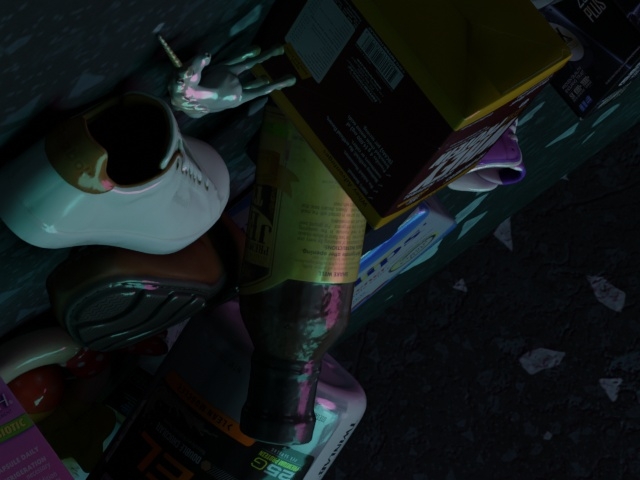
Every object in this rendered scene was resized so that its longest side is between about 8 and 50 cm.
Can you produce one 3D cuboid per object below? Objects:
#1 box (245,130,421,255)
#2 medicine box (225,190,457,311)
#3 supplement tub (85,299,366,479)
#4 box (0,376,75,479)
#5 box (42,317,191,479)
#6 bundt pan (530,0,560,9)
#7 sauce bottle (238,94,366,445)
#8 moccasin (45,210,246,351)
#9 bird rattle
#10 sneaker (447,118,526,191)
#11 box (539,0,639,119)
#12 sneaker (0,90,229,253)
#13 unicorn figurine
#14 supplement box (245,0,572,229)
[{"bbox_3d":[0.032,-0.085,1.735,0.093,0.158,0.156,-30,167,-41],"label":"box"},{"bbox_3d":[0.000,0.000,2.048,0.263,0.149,0.289,-39,171,8],"label":"medicine box"},{"bbox_3d":[-0.121,0.246,1.830,0.338,0.207,0.207,-58,167,8],"label":"supplement tub"},{"bbox_3d":[-0.345,0.266,1.734,0.117,0.243,0.213,-31,168,-40],"label":"box"},{"bbox_3d":[-0.242,0.197,2.063,0.290,0.087,0.169,-44,-161,31],"label":"box"},{"bbox_3d":[0.238,-0.318,1.513,0.331,0.124,0.331,-38,171,-7],"label":"bundt pan"},{"bbox_3d":[-0.017,0.016,1.621,0.111,0.111,0.344,-10,109,-71],"label":"sauce bottle"},{"bbox_3d":[-0.153,0.006,1.601,0.139,0.147,0.380,-26,179,20],"label":"moccasin"},{"bbox_3d":[-0.273,0.148,1.835,0.207,0.143,0.253,-11,153,-34],"label":"bird rattle"},{"bbox_3d":[0.207,-0.143,2.112,0.282,0.161,0.102,-32,167,-39],"label":"sneaker"},{"bbox_3d":[0.322,-0.252,2.056,0.077,0.147,0.180,-32,170,-30],"label":"box"},{"bbox_3d":[-0.131,-0.059,1.410,0.123,0.106,0.290,-40,169,24],"label":"sneaker"},{"bbox_3d":[-0.081,-0.126,1.406,0.111,0.060,0.162,-23,172,-20],"label":"unicorn figurine"},{"bbox_3d":[0.067,-0.150,1.454,0.129,0.191,0.194,-32,169,-31],"label":"supplement box"}]
